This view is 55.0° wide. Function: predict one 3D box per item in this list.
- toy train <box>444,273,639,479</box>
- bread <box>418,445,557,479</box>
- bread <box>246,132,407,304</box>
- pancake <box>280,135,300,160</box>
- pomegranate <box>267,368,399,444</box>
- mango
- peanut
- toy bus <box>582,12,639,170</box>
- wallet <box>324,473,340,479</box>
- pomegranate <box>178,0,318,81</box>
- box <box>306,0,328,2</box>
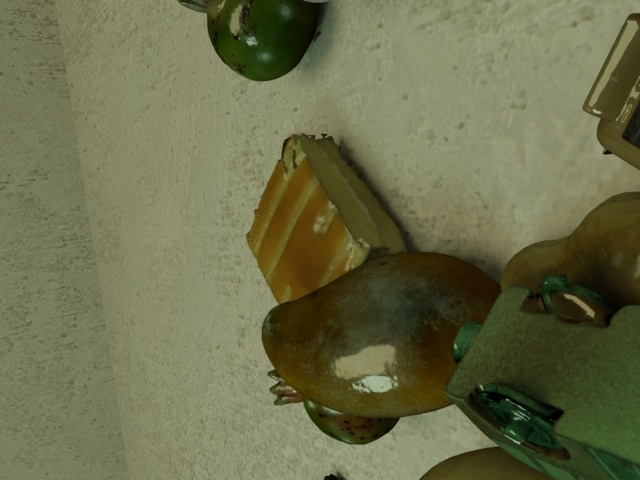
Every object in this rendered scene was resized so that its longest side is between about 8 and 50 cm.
[{"bbox_3d":[0.233,0.120,0.423,0.159,0.129,0.326,48,159,-26],"label":"toy train"},{"bbox_3d":[0.225,0.368,0.536,0.376,0.253,0.347,4,95,53],"label":"bread"},{"bbox_3d":[0.000,0.000,0.908,0.239,0.111,0.246,58,140,28],"label":"bread"},{"bbox_3d":[-0.037,-0.120,1.022,0.115,0.011,0.114,20,115,53],"label":"pancake"},{"bbox_3d":[0.025,0.201,0.857,0.205,0.159,0.159,-7,93,24],"label":"pomegranate"},{"bbox_3d":[0.066,0.109,0.722,0.317,0.146,0.192,-7,55,24],"label":"mango"},{"bbox_3d":[0.251,0.027,0.547,0.120,0.110,0.236,66,155,1],"label":"peanut"},{"bbox_3d":[0.315,-0.057,0.374,0.289,0.157,0.139,50,136,38],"label":"toy bus"},{"bbox_3d":[0.081,0.497,0.996,0.244,0.025,0.124,28,121,49],"label":"wallet"},{"bbox_3d":[-0.108,-0.332,0.894,0.180,0.210,0.179,-21,65,56],"label":"pomegranate"},{"bbox_3d":[-0.017,-0.410,0.750,0.206,0.262,0.291,57,180,15],"label":"box"}]
